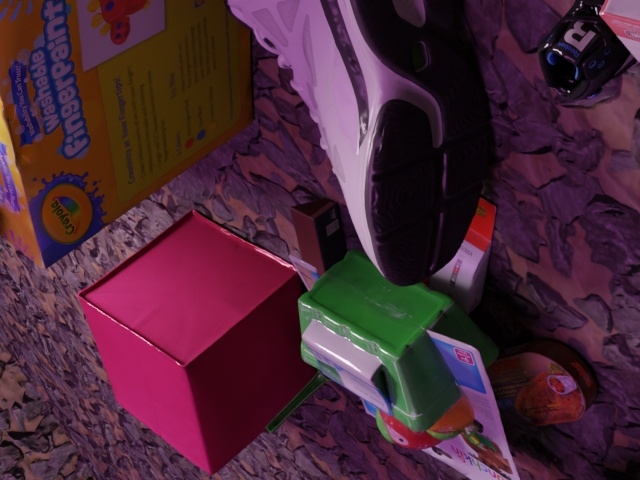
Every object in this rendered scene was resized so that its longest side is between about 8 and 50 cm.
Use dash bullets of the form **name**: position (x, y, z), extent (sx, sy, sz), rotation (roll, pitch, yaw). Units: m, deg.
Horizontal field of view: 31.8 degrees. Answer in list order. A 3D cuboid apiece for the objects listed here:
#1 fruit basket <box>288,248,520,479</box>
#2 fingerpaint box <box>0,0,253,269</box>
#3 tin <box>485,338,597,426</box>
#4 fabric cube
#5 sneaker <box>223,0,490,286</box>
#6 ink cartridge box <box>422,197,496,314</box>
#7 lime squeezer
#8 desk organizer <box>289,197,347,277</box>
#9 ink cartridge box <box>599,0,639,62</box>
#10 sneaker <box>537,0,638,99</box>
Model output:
- **fruit basket**: position (0.110, 0.196, 1.462), extent (0.327, 0.165, 0.353), rotation (28, 147, 42)
- **fingerpaint box**: position (-0.266, -0.244, 1.324), extent (0.163, 0.371, 0.445), rotation (35, 148, 25)
- **tin**: position (0.267, 0.178, 1.406), extent (0.106, 0.040, 0.190), rotation (50, 152, -7)
- **fabric cube**: position (-0.188, 0.156, 1.786), extent (0.259, 0.254, 0.258), rotation (29, 144, 34)
- **sneaker**: position (0.035, -0.179, 1.237), extent (0.257, 0.169, 0.447), rotation (29, 137, 48)
- **ink cartridge box**: position (0.138, -0.004, 1.371), extent (0.145, 0.045, 0.179), rotation (34, 149, 26)
- **lime squeezer**: position (0.025, 0.161, 1.665), extent (0.310, 0.110, 0.059), rotation (-53, 58, 29)
- **desk organizer**: position (0.000, 0.000, 1.562), extent (0.050, 0.047, 0.130), rotation (28, 144, 38)
- **ink cartridge box**: position (0.315, -0.152, 0.881), extent (0.115, 0.067, 0.198), rotation (25, 179, 38)
- **sneaker**: position (0.243, -0.199, 0.925), extent (0.079, 0.121, 0.217), rotation (36, 147, 23)
